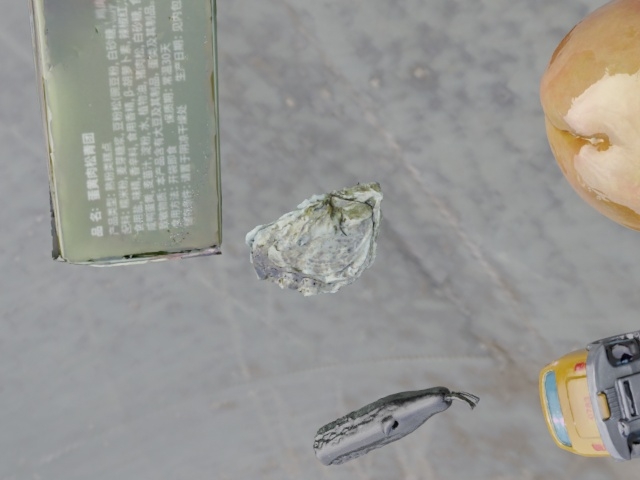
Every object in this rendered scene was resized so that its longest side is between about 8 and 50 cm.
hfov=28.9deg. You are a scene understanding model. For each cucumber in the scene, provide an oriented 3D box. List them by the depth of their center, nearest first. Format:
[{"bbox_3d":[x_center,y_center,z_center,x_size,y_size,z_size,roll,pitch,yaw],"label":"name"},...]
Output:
[{"bbox_3d":[0.057,0.148,1.014,0.043,0.039,0.163,51,132,-6],"label":"cucumber"}]

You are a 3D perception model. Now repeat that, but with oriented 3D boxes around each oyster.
[{"bbox_3d":[0.000,0.000,1.399,0.177,0.064,0.125,-14,134,15],"label":"oyster"}]

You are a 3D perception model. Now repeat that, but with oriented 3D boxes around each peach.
[{"bbox_3d":[0.242,-0.092,0.876,0.184,0.184,0.184,29,151,18],"label":"peach"}]

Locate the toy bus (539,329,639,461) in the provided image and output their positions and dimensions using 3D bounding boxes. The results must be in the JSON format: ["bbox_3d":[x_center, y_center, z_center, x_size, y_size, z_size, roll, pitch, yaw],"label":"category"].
[{"bbox_3d":[0.336,0.160,1.332,0.136,0.209,0.126,-20,82,57],"label":"toy bus"}]

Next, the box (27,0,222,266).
[{"bbox_3d":[-0.174,-0.242,1.010,0.373,0.138,0.420,-116,23,-59],"label":"box"}]
